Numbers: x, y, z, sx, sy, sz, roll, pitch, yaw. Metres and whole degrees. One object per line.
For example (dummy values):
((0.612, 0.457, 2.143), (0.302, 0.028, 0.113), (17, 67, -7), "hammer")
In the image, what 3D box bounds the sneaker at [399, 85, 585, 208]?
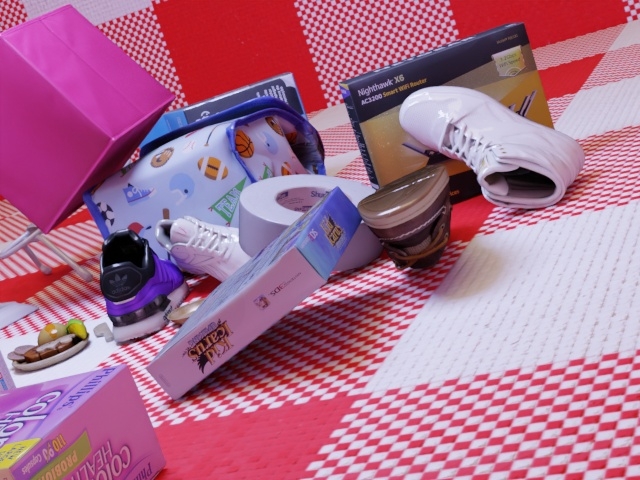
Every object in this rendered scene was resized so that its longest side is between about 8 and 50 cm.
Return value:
((0.237, -0.139, 1.679), (0.292, 0.108, 0.169), (19, 28, 14), "sneaker")

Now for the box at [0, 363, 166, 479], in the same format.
((-0.310, 0.231, 1.073), (0.243, 0.117, 0.213), (-13, 13, 23), "box")

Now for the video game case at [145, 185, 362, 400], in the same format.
((-0.072, 0.059, 1.401), (0.244, 0.061, 0.269), (-40, 5, 20), "video game case")

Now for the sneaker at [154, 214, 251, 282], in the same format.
((-0.178, 0.009, 1.772), (0.232, 0.115, 0.090), (2, 66, 43), "sneaker")

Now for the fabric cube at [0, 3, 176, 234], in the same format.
((-0.460, -0.219, 1.997), (0.254, 0.258, 0.259), (-48, 3, 29), "fabric cube")

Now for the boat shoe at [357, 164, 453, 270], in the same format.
((0.130, -0.023, 1.508), (0.123, 0.123, 0.342), (-24, 4, 6), "boat shoe")

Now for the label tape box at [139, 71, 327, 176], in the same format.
((-0.183, -0.172, 2.324), (0.348, 0.249, 0.115), (-19, 12, -3), "label tape box")

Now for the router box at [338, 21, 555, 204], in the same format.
((0.213, -0.190, 1.841), (0.309, 0.243, 0.081), (-21, 12, -6), "router box")

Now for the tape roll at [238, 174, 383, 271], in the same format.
((-0.012, -0.029, 1.685), (0.219, 0.072, 0.219), (2, 23, -1), "tape roll")

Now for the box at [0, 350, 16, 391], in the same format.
((-0.461, 0.164, 1.250), (0.127, 0.262, 0.231), (-15, 14, 21), "box")

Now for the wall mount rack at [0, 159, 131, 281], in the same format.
((-0.481, -0.030, 2.355), (0.350, 0.130, 0.304), (-42, 18, -23), "wall mount rack")

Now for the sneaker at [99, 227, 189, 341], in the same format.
((-0.281, 0.045, 1.768), (0.102, 0.146, 0.293), (-18, 13, 2), "sneaker")

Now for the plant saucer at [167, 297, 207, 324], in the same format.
((-0.183, 0.105, 1.668), (0.083, 0.015, 0.083), (-17, 13, 4), "plant saucer")

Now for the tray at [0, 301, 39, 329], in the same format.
((-0.666, 0.154, 2.139), (0.270, 0.030, 0.145), (-8, 17, 40), "tray")

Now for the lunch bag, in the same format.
((-0.189, -0.104, 2.062), (0.328, 0.239, 0.385), (-21, 7, 22), "lunch bag")

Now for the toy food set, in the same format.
((-0.413, 0.157, 1.725), (0.192, 0.038, 0.132), (-22, 13, -16), "toy food set")
